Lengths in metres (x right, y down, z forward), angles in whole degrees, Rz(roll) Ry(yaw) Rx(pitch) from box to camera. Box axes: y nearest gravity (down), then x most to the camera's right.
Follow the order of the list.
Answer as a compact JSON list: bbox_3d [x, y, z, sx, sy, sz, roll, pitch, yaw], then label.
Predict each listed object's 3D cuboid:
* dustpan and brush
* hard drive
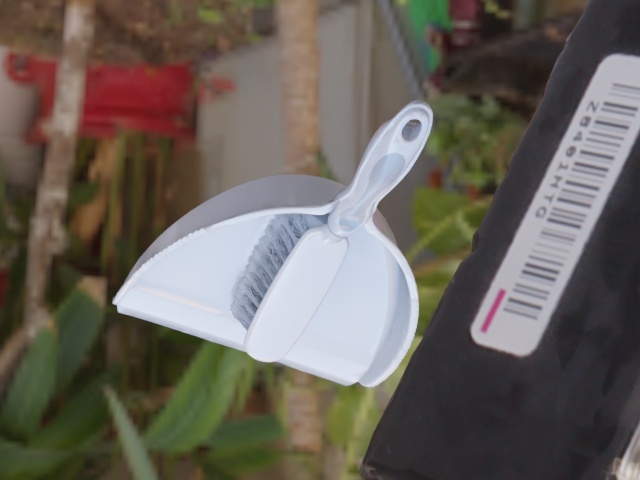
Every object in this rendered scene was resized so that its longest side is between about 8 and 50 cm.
[{"bbox_3d":[0.000,0.000,0.861,0.147,0.060,0.211,19,126,-16],"label":"dustpan and brush"},{"bbox_3d":[0.161,0.032,0.474,0.064,0.237,0.339,15,160,39],"label":"hard drive"}]
